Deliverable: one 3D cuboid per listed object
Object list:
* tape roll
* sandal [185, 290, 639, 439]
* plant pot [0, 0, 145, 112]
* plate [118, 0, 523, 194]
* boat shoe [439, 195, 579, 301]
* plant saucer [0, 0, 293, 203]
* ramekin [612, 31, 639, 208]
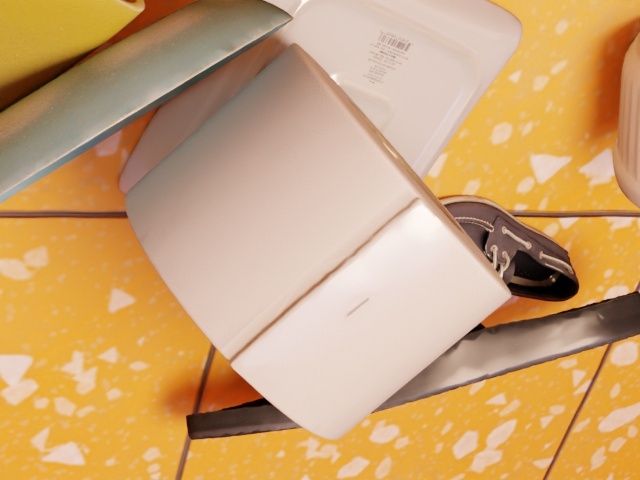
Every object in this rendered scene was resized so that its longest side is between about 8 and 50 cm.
[{"bbox_3d":[0.000,0.000,0.893,0.169,0.246,0.246,-41,133,6],"label":"tape roll"},{"bbox_3d":[0.084,0.097,1.155,0.445,0.107,0.167,-15,174,-7],"label":"sandal"},{"bbox_3d":[-0.263,-0.171,0.704,0.187,0.212,0.212,-44,142,24],"label":"plant pot"},{"bbox_3d":[0.012,-0.106,1.014,0.277,0.045,0.278,18,115,-36],"label":"plate"},{"bbox_3d":[0.175,0.013,1.180,0.206,0.065,0.075,17,116,-36],"label":"boat shoe"},{"bbox_3d":[-0.163,-0.080,0.803,0.317,0.317,0.044,-32,99,-2],"label":"plant saucer"},{"bbox_3d":[0.387,-0.127,1.057,0.272,0.273,0.127,-23,121,-10],"label":"ramekin"}]
